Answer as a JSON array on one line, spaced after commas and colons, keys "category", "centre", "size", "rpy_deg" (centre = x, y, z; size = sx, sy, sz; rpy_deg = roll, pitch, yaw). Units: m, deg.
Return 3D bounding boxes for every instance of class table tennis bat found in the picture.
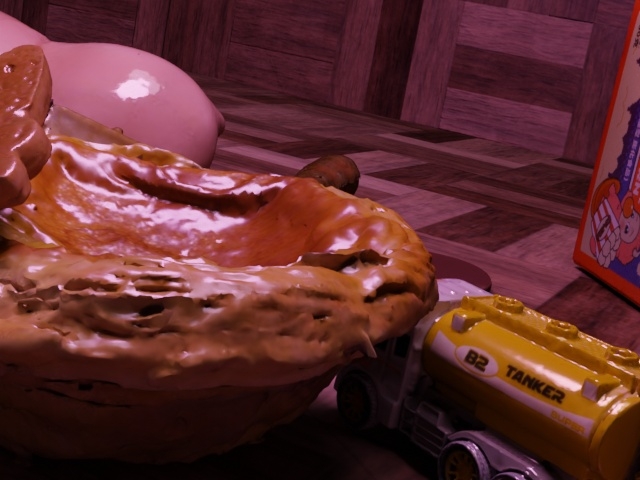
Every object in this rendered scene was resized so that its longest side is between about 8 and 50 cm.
[{"category": "table tennis bat", "centre": [0.104, 0.039, 1.067], "size": [0.154, 0.021, 0.274], "rpy_deg": [10, 11, 2]}]

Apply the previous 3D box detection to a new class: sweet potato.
[{"category": "sweet potato", "centre": [-0.005, -0.064, 1.320], "size": [0.075, 0.075, 0.273], "rpy_deg": [13, 15, 11]}]

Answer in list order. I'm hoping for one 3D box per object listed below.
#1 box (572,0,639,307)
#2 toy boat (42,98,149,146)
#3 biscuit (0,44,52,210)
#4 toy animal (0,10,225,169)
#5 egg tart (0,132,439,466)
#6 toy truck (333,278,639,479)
[{"category": "box", "centre": [0.515, -0.081, 1.182], "size": [0.319, 0.348, 0.257], "rpy_deg": [9, 13, -13]}, {"category": "toy boat", "centre": [-0.148, -0.016, 0.833], "size": [0.310, 0.115, 0.089], "rpy_deg": [26, 50, -25]}, {"category": "biscuit", "centre": [-0.206, -0.037, 0.520], "size": [0.162, 0.035, 0.250], "rpy_deg": [5, 38, 18]}, {"category": "toy animal", "centre": [-0.260, -0.104, 0.962], "size": [0.326, 0.237, 0.269], "rpy_deg": [12, 5, 32]}, {"category": "egg tart", "centre": [-0.106, 0.035, 0.604], "size": [0.352, 0.150, 0.352], "rpy_deg": [5, 16, -1]}, {"category": "toy truck", "centre": [0.110, 0.091, 0.630], "size": [0.098, 0.114, 0.227], "rpy_deg": [0, 16, -38]}]
